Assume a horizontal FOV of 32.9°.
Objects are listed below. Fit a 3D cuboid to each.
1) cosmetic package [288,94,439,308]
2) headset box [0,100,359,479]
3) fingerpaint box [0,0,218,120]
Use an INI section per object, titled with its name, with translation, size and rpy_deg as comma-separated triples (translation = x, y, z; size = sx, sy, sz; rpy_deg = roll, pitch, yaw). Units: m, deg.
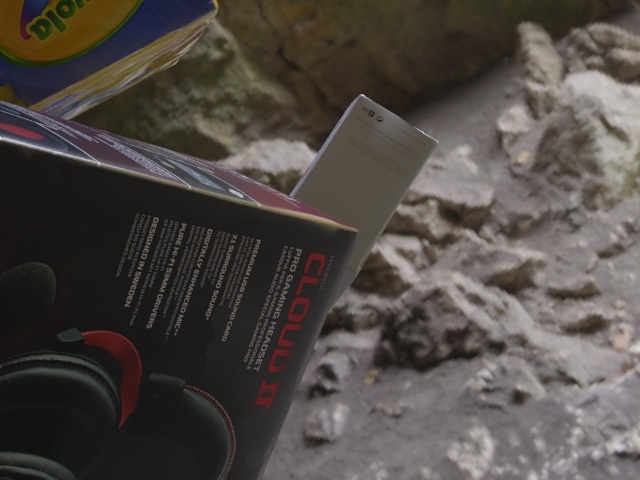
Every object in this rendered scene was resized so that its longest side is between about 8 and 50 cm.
[cosmetic package]
translation = 0.000, 0.000, 0.721
size = 0.099, 0.060, 0.239
rpy_deg = -59, 0, -20
[headset box]
translation = -0.122, 0.059, 0.476
size = 0.110, 0.293, 0.218
rpy_deg = 26, 97, 37
[fingerpaint box]
translation = -0.346, -0.172, 0.602
size = 0.444, 0.371, 0.163
rpy_deg = -32, 7, -16
